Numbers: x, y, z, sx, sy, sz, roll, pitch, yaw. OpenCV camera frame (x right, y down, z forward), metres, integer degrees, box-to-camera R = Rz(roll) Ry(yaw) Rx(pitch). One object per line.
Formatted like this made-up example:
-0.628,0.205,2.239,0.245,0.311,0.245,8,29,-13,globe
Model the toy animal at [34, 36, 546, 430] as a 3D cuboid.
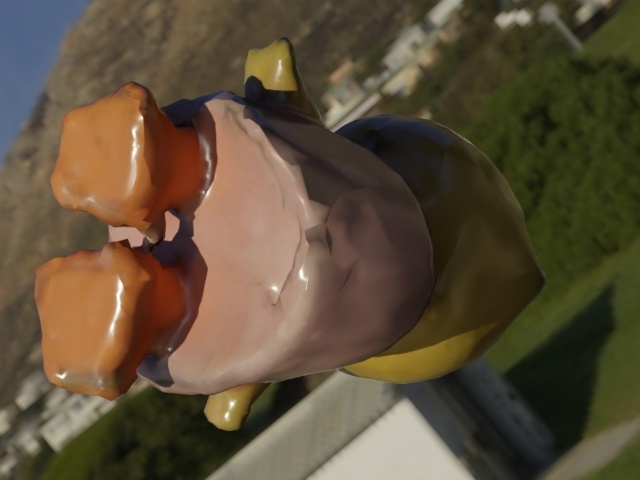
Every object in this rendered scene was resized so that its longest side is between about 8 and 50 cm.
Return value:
0.004,0.001,0.866,0.281,0.169,0.195,1,-79,-55,toy animal
